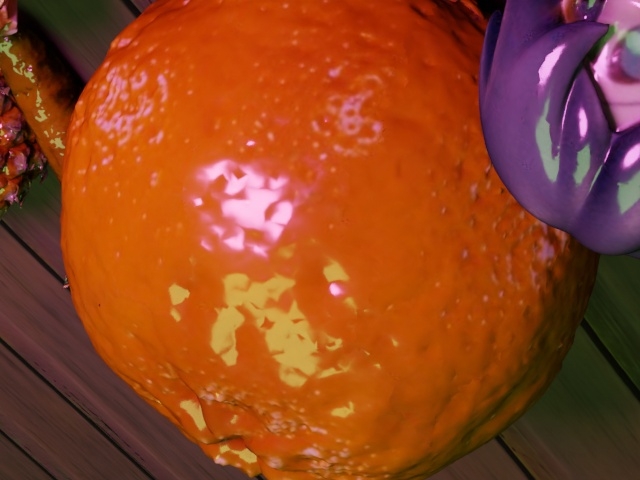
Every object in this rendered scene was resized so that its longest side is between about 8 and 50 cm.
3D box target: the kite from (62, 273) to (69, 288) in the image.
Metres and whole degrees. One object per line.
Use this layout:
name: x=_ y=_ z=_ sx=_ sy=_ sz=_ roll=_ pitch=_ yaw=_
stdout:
kite: x=-0.121 y=-0.029 z=1.145 sx=0.241 sy=0.014 sz=0.183 roll=-28 pitch=117 yaw=21

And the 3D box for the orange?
orange: x=0.000 y=0.000 z=0.910 sx=0.341 sy=0.293 sz=0.340 roll=19 pitch=156 yaw=9

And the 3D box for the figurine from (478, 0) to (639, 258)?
figurine: x=0.177 y=-0.122 z=0.712 sx=0.175 sy=0.265 sz=0.197 roll=32 pitch=-173 yaw=11

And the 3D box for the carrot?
carrot: x=-0.175 y=-0.053 z=1.175 sx=0.066 sy=0.066 sz=0.314 roll=2 pitch=137 yaw=31

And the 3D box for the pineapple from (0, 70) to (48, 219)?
pineapple: x=-0.310 y=-0.062 z=1.176 sx=0.161 sy=0.136 sz=0.176 roll=39 pitch=144 yaw=-19

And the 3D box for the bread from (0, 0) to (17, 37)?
bread: x=-0.332 y=-0.179 z=0.919 sx=0.288 sy=0.119 sz=0.152 roll=-3 pitch=149 yaw=18
